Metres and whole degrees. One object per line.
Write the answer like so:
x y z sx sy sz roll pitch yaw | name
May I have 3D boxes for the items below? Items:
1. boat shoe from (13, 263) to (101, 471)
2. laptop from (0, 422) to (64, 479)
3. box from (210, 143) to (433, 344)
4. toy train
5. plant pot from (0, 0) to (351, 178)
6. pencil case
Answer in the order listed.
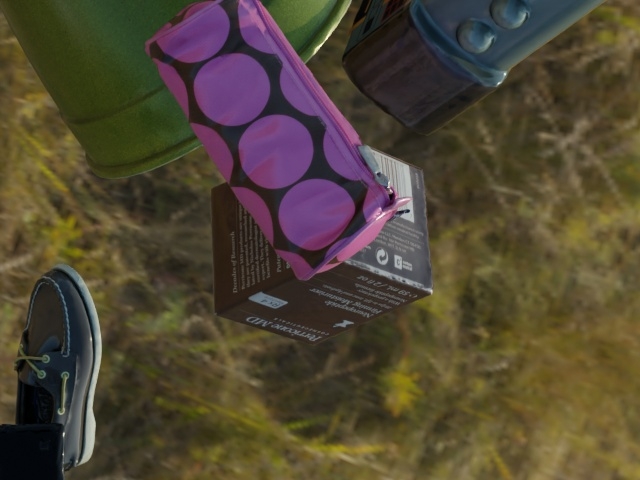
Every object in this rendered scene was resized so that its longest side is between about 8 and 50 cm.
-0.271 0.136 1.729 0.068 0.081 0.228 -21 122 -43 | boat shoe
-0.385 0.290 1.649 0.264 0.136 0.234 -1 90 -17 | laptop
0.000 0.000 1.992 0.168 0.203 0.167 19 56 -40 | box
0.152 -0.216 1.280 0.142 0.334 0.190 37 46 -20 | toy train
-0.210 -0.320 1.840 0.366 0.366 0.353 -47 116 -20 | plant pot
-0.030 -0.081 1.191 0.209 0.098 0.095 53 40 3 | pencil case
